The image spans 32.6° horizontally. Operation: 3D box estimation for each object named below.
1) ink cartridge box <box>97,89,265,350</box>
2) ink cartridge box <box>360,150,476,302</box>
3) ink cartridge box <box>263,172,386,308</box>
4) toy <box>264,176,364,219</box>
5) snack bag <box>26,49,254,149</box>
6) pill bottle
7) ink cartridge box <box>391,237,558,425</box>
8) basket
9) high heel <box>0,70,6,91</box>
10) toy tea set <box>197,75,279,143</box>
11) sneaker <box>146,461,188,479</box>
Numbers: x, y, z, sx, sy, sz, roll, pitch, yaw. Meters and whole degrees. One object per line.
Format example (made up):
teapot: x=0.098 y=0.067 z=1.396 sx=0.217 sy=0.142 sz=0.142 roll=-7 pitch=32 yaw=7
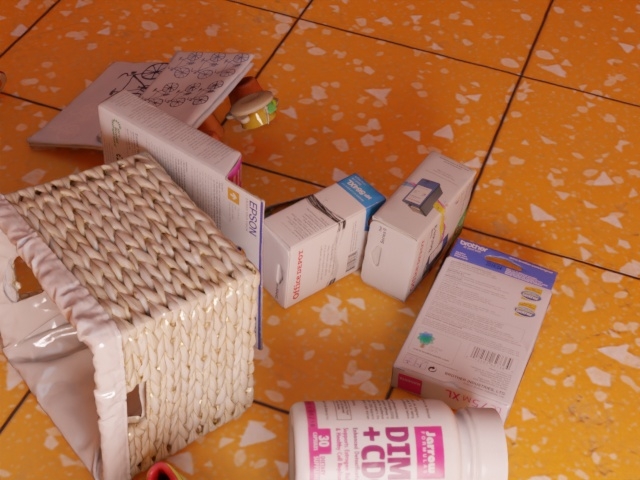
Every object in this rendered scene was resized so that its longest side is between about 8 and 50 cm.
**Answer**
ink cartridge box: x=-0.194 y=-0.029 z=1.684 sx=0.330 sy=0.324 sz=0.071 roll=30 pitch=50 yaw=23
ink cartridge box: x=0.163 y=-0.024 z=1.830 sx=0.093 sy=0.154 sz=0.212 roll=28 pitch=48 yaw=20
ink cartridge box: x=0.000 y=0.000 z=1.796 sx=0.203 sy=0.148 sz=0.086 roll=-27 pitch=54 yaw=-29
toy: x=-0.041 y=-0.035 z=1.864 sx=0.237 sy=0.137 sz=0.056 roll=-21 pitch=79 yaw=-22
snack bag: x=-0.334 y=-0.266 z=2.053 sx=0.342 sy=0.037 sz=0.323 roll=5 pitch=40 yaw=27
pill bottle: x=0.101 y=0.297 z=1.490 sx=0.283 sy=0.160 sz=0.160 roll=-1 pitch=44 yaw=-6
ink cartridge box: x=0.251 y=0.137 z=1.740 sx=0.185 sy=0.065 sz=0.311 roll=19 pitch=48 yaw=14
basket: x=-0.276 y=0.105 z=1.540 sx=0.266 sy=0.328 sz=0.331 roll=-24 pitch=50 yaw=-29
high heel: x=-0.723 y=-0.278 z=2.079 sx=0.244 sy=0.082 sz=0.117 roll=-37 pitch=55 yaw=-26
toy tea set: x=-0.173 y=-0.180 z=2.021 sx=0.200 sy=0.124 sz=0.336 roll=6 pitch=38 yaw=46
sneaker: x=-0.203 y=0.380 z=1.419 sx=0.081 sy=0.094 sz=0.208 roll=-15 pitch=44 yaw=0
